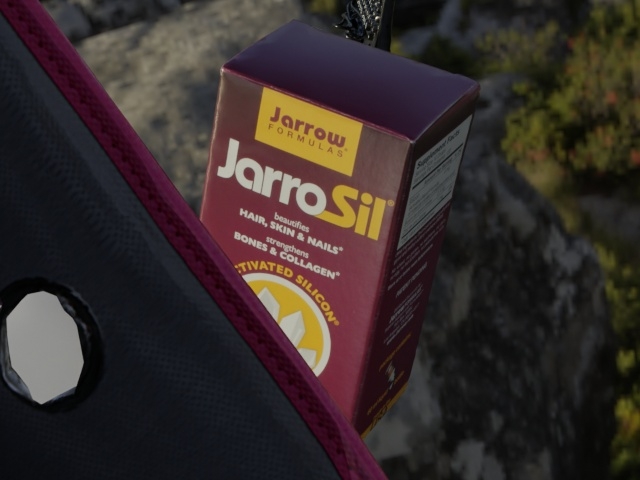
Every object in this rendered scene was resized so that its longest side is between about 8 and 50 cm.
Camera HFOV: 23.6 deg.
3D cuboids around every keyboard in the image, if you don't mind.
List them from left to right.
[{"bbox_3d":[0.028,-0.198,1.210,0.038,0.100,0.192,0,28,-5],"label":"keyboard"}]

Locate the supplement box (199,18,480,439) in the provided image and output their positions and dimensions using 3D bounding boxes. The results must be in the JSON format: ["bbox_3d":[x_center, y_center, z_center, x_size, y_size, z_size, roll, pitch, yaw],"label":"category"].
[{"bbox_3d":[0.000,0.000,0.762,0.104,0.188,0.081,22,33,18],"label":"supplement box"}]

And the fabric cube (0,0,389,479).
[{"bbox_3d":[-0.170,0.094,0.320,0.258,0.254,0.259,-40,-7,30],"label":"fabric cube"}]

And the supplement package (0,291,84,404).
[{"bbox_3d":[-0.174,0.075,1.011,0.198,0.199,0.262,-36,15,12],"label":"supplement package"}]
